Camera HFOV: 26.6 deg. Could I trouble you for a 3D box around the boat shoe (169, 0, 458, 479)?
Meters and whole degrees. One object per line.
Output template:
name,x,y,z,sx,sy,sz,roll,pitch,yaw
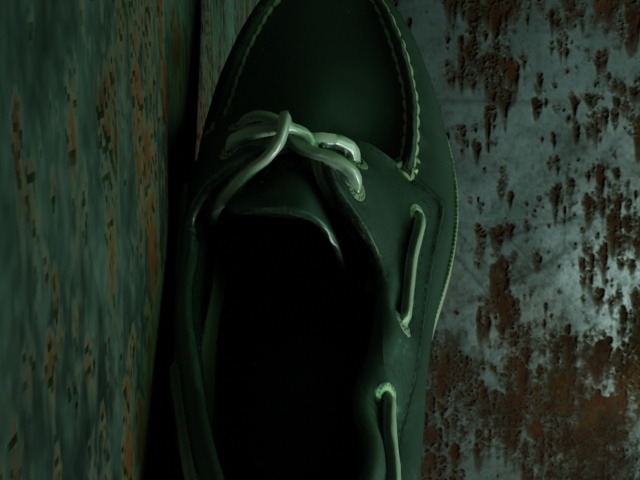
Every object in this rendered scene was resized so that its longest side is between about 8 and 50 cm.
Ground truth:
boat shoe,0.000,0.000,0.531,0.099,0.116,0.319,95,1,-57
